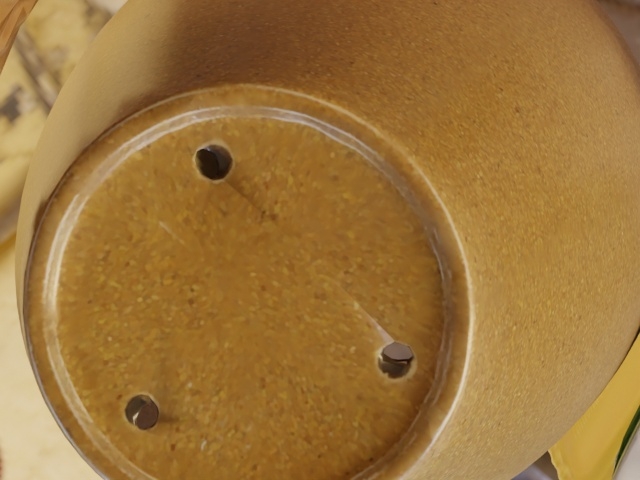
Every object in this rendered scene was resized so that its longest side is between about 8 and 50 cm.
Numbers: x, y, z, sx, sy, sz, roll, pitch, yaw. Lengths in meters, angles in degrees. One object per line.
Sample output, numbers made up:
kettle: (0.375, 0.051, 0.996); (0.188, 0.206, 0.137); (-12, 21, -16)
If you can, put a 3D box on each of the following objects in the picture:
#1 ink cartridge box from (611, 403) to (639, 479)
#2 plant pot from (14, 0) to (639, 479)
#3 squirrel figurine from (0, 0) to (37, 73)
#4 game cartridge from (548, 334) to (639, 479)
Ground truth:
ink cartridge box: (0.198, 0.023, 0.644); (0.109, 0.062, 0.209); (26, 110, 9)
plant pot: (0.000, 0.000, 0.571); (0.237, 0.237, 0.254); (46, -170, 0)
squirrel figurine: (-0.240, -0.140, 0.324); (0.370, 0.281, 0.397); (21, -161, -31)
game cartridge: (0.192, 0.154, 0.845); (0.285, 0.052, 0.324); (99, 151, -63)
